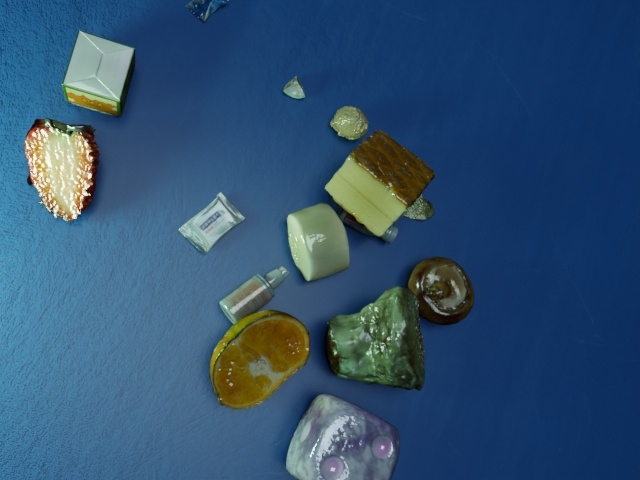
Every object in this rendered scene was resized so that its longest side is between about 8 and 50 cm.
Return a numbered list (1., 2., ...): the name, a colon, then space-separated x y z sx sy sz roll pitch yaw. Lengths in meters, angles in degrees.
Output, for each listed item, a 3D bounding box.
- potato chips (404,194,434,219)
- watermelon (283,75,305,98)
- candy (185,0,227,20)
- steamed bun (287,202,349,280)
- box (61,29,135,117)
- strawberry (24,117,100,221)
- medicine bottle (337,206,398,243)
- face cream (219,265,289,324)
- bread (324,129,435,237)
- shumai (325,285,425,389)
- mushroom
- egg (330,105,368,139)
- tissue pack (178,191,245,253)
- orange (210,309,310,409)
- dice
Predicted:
1. potato chips: 0.336 -0.151 2.131 0.209 0.026 0.143 6 81 -13
2. watermelon: -0.085 -0.555 2.057 0.085 0.061 0.085 3 73 -9
3. candy: -0.404 -0.851 2.031 0.136 0.038 0.088 -44 91 -10
4. steamed bun: 0.000 0.000 1.932 0.199 0.155 0.250 -16 88 -18
5. box: -0.707 -0.530 1.822 0.177 0.148 0.195 14 76 -17
6. strawberry: -0.795 -0.222 1.768 0.233 0.138 0.307 8 103 4
7. medicine bottle: 0.170 -0.066 2.029 0.216 0.090 0.091 27 74 -11
8. face cream: -0.206 0.168 1.869 0.251 0.101 0.101 -38 92 -19
9. bread: 0.205 -0.201 1.949 0.279 0.207 0.279 38 43 1
10. shumai: 0.178 0.336 1.874 0.323 0.397 0.324 -10 60 12
11. mushroom: 0.429 0.177 2.026 0.253 0.153 0.253 7 69 -19
12. egg: 0.110 -0.429 2.065 0.140 0.116 0.118 29 95 18
13. tissue pack: -0.362 -0.057 1.901 0.122 0.026 0.193 46 71 -4
14. orange: -0.188 0.354 1.760 0.310 0.274 0.274 -33 90 22
15. dice: 0.069 0.654 1.771 0.271 0.270 0.270 29 73 -10
